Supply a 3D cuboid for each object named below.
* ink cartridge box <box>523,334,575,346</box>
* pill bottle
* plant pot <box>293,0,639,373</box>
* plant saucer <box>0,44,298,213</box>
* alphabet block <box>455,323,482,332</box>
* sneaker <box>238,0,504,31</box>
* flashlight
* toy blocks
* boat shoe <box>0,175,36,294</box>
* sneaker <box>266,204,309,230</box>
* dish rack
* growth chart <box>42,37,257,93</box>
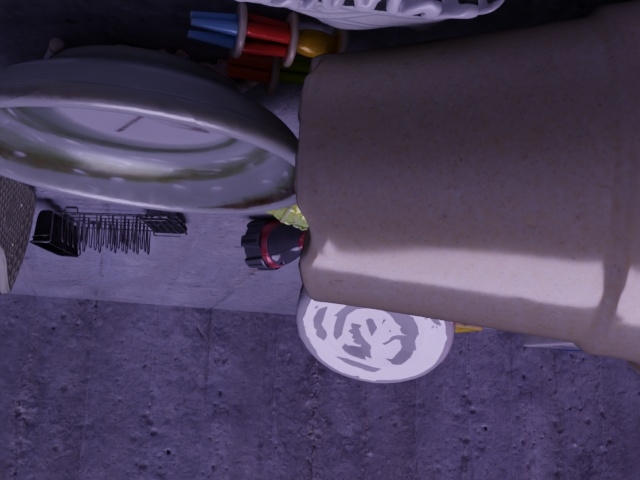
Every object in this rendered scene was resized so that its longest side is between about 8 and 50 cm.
[{"bbox_3d":[0.552,0.132,1.633,0.171,0.168,0.232,13,164,-41],"label":"ink cartridge box"},{"bbox_3d":[0.082,0.001,0.985,0.176,0.319,0.176,6,130,8],"label":"pill bottle"},{"bbox_3d":[0.140,-0.052,0.714,0.305,0.334,0.334,1,167,5],"label":"plant pot"},{"bbox_3d":[-0.194,-0.121,0.874,0.400,0.101,0.400,5,168,1],"label":"plant saucer"},{"bbox_3d":[0.196,0.081,1.619,0.192,0.197,0.193,12,165,-35],"label":"alphabet block"},{"bbox_3d":[-0.010,-0.206,0.601,0.292,0.110,0.118,7,176,-19],"label":"sneaker"},{"bbox_3d":[0.000,0.000,1.515,0.304,0.103,0.103,-4,163,31],"label":"flashlight"},{"bbox_3d":[-0.059,-0.185,0.794,0.148,0.054,0.123,6,166,-16],"label":"toy blocks"},{"bbox_3d":[-0.564,-0.035,1.299,0.156,0.187,0.500,12,164,-7],"label":"boat shoe"},{"bbox_3d":[0.032,-0.047,1.190,0.384,0.147,0.145,6,169,-10],"label":"sneaker"},{"bbox_3d":[-0.397,-0.013,1.564,0.271,0.074,0.208,1,173,-1],"label":"dish rack"},{"bbox_3d":[-0.204,-0.181,0.920,0.237,0.021,0.172,7,166,-23],"label":"growth chart"}]
